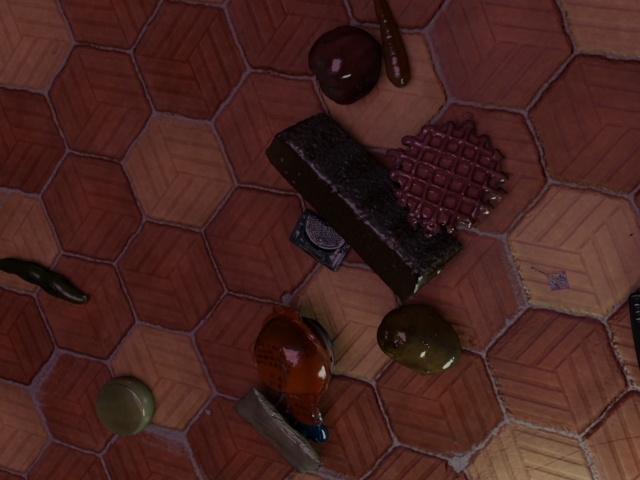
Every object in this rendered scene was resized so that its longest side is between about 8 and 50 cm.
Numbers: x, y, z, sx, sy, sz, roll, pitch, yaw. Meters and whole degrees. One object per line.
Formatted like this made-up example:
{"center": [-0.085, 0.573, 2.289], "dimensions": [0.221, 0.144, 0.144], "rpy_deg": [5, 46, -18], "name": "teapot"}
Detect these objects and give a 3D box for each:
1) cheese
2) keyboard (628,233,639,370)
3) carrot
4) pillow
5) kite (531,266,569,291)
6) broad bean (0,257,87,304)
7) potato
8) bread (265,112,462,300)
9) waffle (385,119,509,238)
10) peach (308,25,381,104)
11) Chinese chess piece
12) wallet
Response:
{"center": [-0.051, 0.289, 1.948], "dimensions": [0.217, 0.129, 0.329], "rpy_deg": [11, 120, 44], "name": "cheese"}
{"center": [0.645, 0.172, 1.708], "dimensions": [0.103, 0.041, 0.381], "rpy_deg": [-10, 97, 22], "name": "keyboard"}
{"center": [0.136, -0.411, 1.794], "dimensions": [0.048, 0.048, 0.216], "rpy_deg": [-14, 90, 23], "name": "carrot"}
{"center": [-0.093, 0.427, 2.008], "dimensions": [0.229, 0.050, 0.148], "rpy_deg": [45, 154, 5], "name": "pillow"}
{"center": [0.454, 0.079, 1.784], "dimensions": [0.078, 0.002, 0.044], "rpy_deg": [9, 103, 18], "name": "kite"}
{"center": [-0.694, 0.087, 2.205], "dimensions": [0.297, 0.043, 0.060], "rpy_deg": [22, 118, 17], "name": "broad bean"}
{"center": [0.201, 0.202, 1.844], "dimensions": [0.176, 0.137, 0.137], "rpy_deg": [32, 111, -10], "name": "potato"}
{"center": [0.086, -0.078, 1.803], "dimensions": [0.416, 0.165, 0.113], "rpy_deg": [45, 133, 7], "name": "bread"}
{"center": [0.250, -0.125, 1.746], "dimensions": [0.234, 0.055, 0.221], "rpy_deg": [-20, 83, -11], "name": "waffle"}
{"center": [0.055, -0.352, 1.786], "dimensions": [0.152, 0.152, 0.152], "rpy_deg": [4, 102, 20], "name": "peach"}
{"center": [-0.471, 0.398, 2.171], "dimensions": [0.144, 0.058, 0.144], "rpy_deg": [4, 103, 19], "name": "Chinese chess piece"}
{"center": [0.000, 0.000, 1.930], "dimensions": [0.129, 0.026, 0.088], "rpy_deg": [35, 111, 11], "name": "wallet"}
